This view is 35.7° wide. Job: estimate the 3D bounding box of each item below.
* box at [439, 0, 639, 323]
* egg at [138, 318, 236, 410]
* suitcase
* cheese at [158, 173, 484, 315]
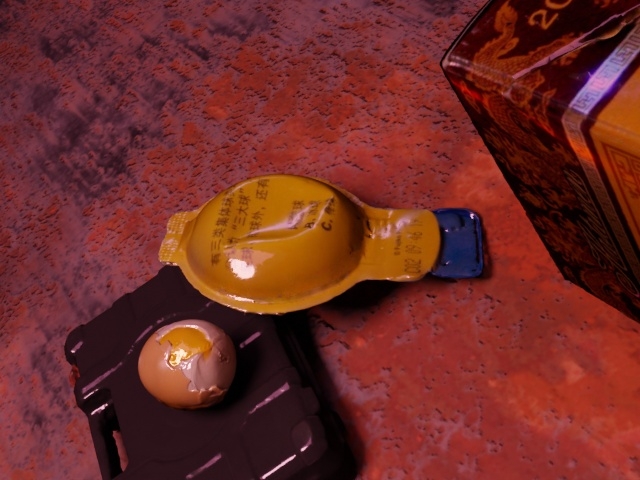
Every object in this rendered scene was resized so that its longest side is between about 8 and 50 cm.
[{"bbox_3d":[0.276,0.001,0.549,0.116,0.264,0.415,-48,43,-6],"label":"box"},{"bbox_3d":[-0.106,0.097,0.778,0.083,0.071,0.071,-1,56,35],"label":"egg"},{"bbox_3d":[-0.106,0.135,0.847,0.206,0.066,0.285,-35,43,4],"label":"suitcase"},{"bbox_3d":[0.000,0.000,0.835,0.270,0.069,0.177,0,41,6],"label":"cheese"}]
